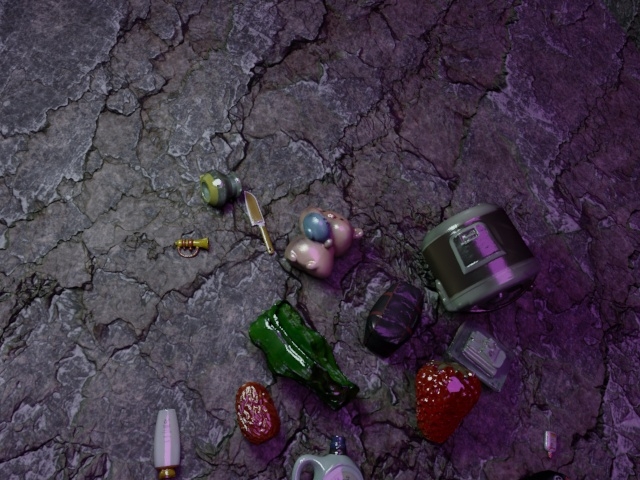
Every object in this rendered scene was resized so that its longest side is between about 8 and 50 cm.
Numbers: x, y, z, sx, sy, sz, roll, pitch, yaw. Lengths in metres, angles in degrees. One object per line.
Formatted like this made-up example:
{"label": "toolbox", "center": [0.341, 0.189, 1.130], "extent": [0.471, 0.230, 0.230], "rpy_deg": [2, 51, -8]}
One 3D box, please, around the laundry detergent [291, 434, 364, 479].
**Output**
{"label": "laundry detergent", "center": [0.023, 0.698, 1.466], "extent": [0.215, 0.105, 0.280], "rpy_deg": [7, 67, -7]}

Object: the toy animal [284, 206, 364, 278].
{"label": "toy animal", "center": [0.001, 0.013, 1.722], "extent": [0.210, 0.229, 0.221], "rpy_deg": [26, 104, 21]}

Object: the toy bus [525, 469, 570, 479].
{"label": "toy bus", "center": [0.625, 0.792, 1.500], "extent": [0.302, 0.127, 0.147], "rpy_deg": [-19, 68, -37]}

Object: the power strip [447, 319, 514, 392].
{"label": "power strip", "center": [0.544, 0.366, 1.715], "extent": [0.213, 0.064, 0.198], "rpy_deg": [37, 46, 5]}

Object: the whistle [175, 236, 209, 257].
{"label": "whistle", "center": [-0.422, 0.020, 1.716], "extent": [0.109, 0.057, 0.046], "rpy_deg": [-6, 23, -5]}

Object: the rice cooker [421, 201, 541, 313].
{"label": "rice cooker", "center": [0.529, 0.076, 1.731], "extent": [0.335, 0.335, 0.325], "rpy_deg": [-19, 73, -19]}

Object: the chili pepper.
{"label": "chili pepper", "center": [-0.058, 0.360, 1.564], "extent": [0.385, 0.213, 0.167], "rpy_deg": [45, 108, 13]}

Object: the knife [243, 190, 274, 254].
{"label": "knife", "center": [-0.217, -0.066, 1.798], "extent": [0.046, 0.022, 0.256], "rpy_deg": [-17, 71, -14]}

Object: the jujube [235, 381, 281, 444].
{"label": "jujube", "center": [-0.187, 0.501, 1.514], "extent": [0.112, 0.109, 0.176], "rpy_deg": [6, 50, -49]}

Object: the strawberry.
{"label": "strawberry", "center": [0.377, 0.499, 1.607], "extent": [0.205, 0.205, 0.244], "rpy_deg": [18, 87, -4]}

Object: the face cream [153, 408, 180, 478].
{"label": "face cream", "center": [-0.430, 0.570, 1.457], "extent": [0.072, 0.051, 0.182], "rpy_deg": [-2, 66, -14]}

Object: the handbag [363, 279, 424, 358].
{"label": "handbag", "center": [0.233, 0.256, 1.670], "extent": [0.155, 0.169, 0.215], "rpy_deg": [32, 62, 6]}

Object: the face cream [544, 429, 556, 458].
{"label": "face cream", "center": [0.744, 0.661, 1.682], "extent": [0.040, 0.021, 0.083], "rpy_deg": [15, 65, -4]}

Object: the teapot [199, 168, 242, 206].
{"label": "teapot", "center": [-0.349, -0.189, 1.779], "extent": [0.119, 0.130, 0.165], "rpy_deg": [-17, 38, -33]}
